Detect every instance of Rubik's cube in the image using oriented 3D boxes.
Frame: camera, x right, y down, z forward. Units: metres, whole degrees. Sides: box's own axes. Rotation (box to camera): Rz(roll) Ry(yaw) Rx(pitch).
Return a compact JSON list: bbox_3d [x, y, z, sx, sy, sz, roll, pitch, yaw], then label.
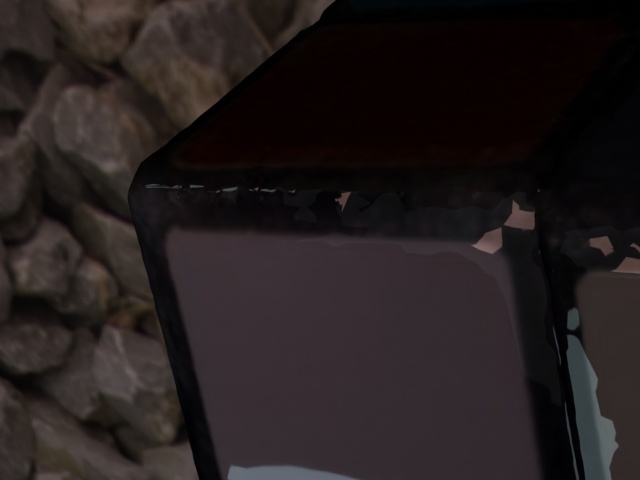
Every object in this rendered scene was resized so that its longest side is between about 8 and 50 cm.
[{"bbox_3d":[0.154,0.051,0.717,0.313,0.318,0.316,2,118,28],"label":"Rubik's cube"}]
